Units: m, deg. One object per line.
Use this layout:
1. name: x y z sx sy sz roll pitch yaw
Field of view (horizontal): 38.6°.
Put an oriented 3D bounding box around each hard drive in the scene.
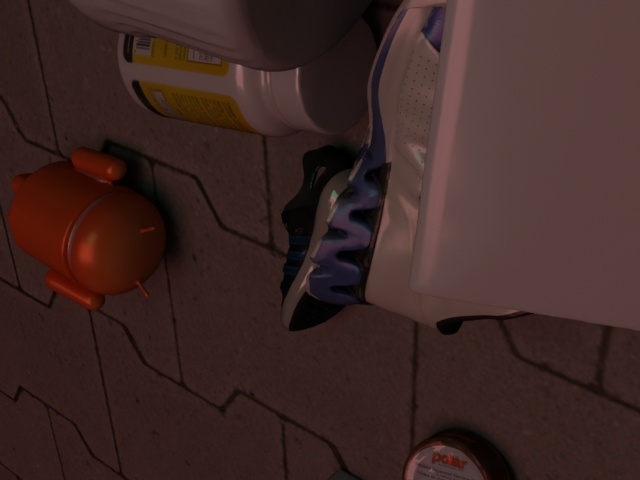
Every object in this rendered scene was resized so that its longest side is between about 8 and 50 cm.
1. hard drive: 0.172 -0.096 0.541 0.203 0.040 0.307 9 116 9

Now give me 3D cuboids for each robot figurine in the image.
1. robot figurine: -0.269 -0.013 1.060 0.220 0.158 0.128 25 163 32

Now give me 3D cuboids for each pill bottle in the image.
1. pill bottle: -0.063 -0.151 0.773 0.209 0.119 0.119 16 125 38

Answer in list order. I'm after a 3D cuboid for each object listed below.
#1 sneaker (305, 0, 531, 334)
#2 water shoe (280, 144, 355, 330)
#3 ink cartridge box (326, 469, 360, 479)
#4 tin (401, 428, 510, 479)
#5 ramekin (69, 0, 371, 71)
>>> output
1. sneaker: 0.119 -0.049 0.675 0.182 0.127 0.315 26 126 12
2. water shoe: 0.000 0.000 0.863 0.080 0.073 0.203 57 141 35
3. ink cartridge box: 0.133 0.390 0.978 0.333 0.065 0.165 20 127 34
4. tin: 0.126 0.277 0.880 0.106 0.040 0.189 8 99 33
5. ramekin: -0.038 -0.243 0.579 0.135 0.277 0.277 27 132 21
